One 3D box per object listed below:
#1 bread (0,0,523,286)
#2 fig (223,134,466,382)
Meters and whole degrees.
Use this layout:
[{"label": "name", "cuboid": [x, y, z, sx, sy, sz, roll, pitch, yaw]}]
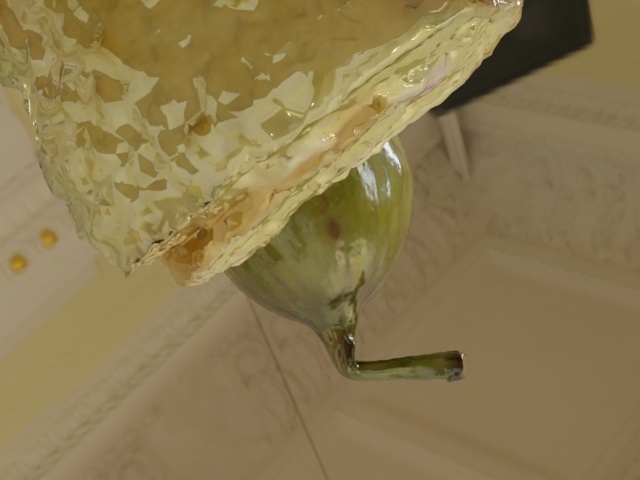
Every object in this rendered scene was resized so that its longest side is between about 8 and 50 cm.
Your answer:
[{"label": "bread", "cuboid": [-0.088, -0.186, 0.649, 0.236, 0.165, 0.375, -38, -104, 17]}, {"label": "fig", "cuboid": [-0.006, -0.004, 0.793, 0.147, 0.186, 0.142, -3, 179, -22]}]
